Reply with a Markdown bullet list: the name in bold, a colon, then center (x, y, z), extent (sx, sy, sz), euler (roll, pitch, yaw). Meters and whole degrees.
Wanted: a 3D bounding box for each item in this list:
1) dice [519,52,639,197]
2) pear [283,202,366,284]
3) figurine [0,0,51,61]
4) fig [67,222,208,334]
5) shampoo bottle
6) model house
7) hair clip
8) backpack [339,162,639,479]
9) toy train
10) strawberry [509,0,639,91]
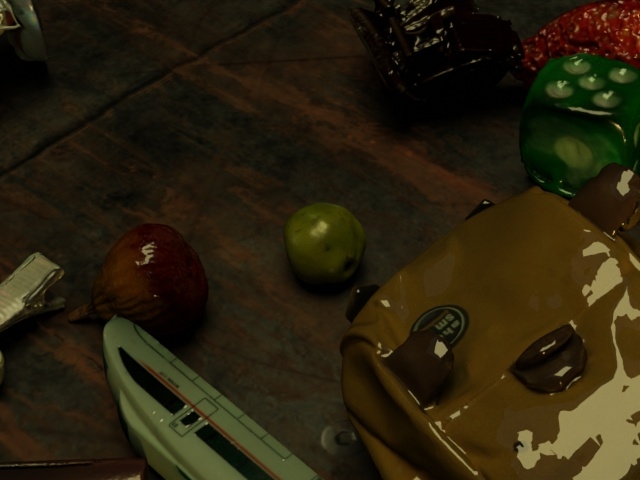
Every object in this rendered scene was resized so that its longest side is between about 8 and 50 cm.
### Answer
- **dice**: center (0.300, -0.128, 1.827), extent (0.131, 0.128, 0.120), euler (15, 44, 21)
- **pear**: center (0.000, 0.000, 1.745), extent (0.097, 0.092, 0.092), euler (29, 51, 31)
- **figurine**: center (-0.541, -0.257, 1.984), extent (0.388, 0.248, 0.276), euler (-18, 67, -11)
- **fig**: center (-0.183, 0.048, 1.711), extent (0.153, 0.119, 0.119), euler (-26, 17, 50)
- **shampoo bottle**: center (-0.277, 0.238, 1.521), extent (0.236, 0.068, 0.067), euler (-2, 41, 0)
- **model house**: center (0.139, -0.247, 1.956), extent (0.164, 0.141, 0.203), euler (-33, 47, 9)
- **hair clip**: center (-0.366, 0.090, 1.691), extent (0.159, 0.071, 0.218), euler (23, 42, 35)
- **backpack**: center (0.205, 0.124, 1.470), extent (0.353, 0.201, 0.378), euler (-41, 49, -9)
- **toy train**: center (-0.102, 0.203, 1.530), extent (0.088, 0.086, 0.407), euler (-35, 49, -24)
- **strawberry**: center (0.323, -0.206, 1.895), extent (0.228, 0.174, 0.098), euler (1, 62, 13)
